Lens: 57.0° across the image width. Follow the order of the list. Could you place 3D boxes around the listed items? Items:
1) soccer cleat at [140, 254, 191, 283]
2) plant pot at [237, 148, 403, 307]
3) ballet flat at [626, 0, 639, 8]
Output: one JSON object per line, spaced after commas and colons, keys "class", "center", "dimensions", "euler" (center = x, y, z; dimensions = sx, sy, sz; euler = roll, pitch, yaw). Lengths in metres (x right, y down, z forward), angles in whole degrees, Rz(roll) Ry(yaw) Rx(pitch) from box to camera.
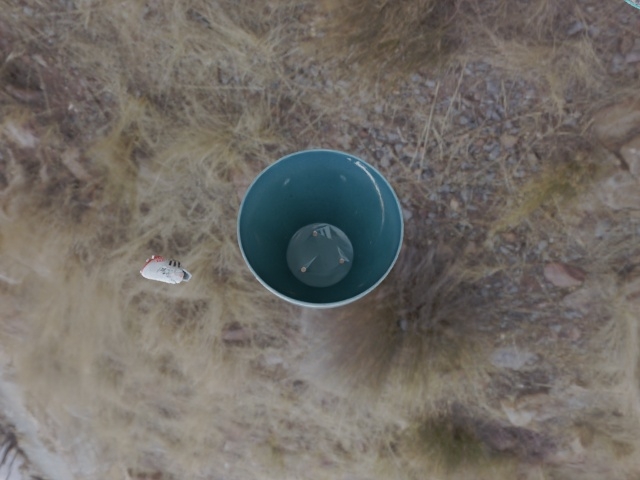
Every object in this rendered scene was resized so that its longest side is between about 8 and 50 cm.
{"class": "soccer cleat", "center": [-0.185, 0.038, 0.712], "dimensions": [0.035, 0.029, 0.083], "euler": [33, -176, 13]}
{"class": "plant pot", "center": [0.000, 0.000, 1.116], "dimensions": [0.290, 0.290, 0.195], "euler": [13, 163, 4]}
{"class": "ballet flat", "center": [0.531, -0.318, 0.814], "dimensions": [0.221, 0.077, 0.079], "euler": [43, 147, 15]}
